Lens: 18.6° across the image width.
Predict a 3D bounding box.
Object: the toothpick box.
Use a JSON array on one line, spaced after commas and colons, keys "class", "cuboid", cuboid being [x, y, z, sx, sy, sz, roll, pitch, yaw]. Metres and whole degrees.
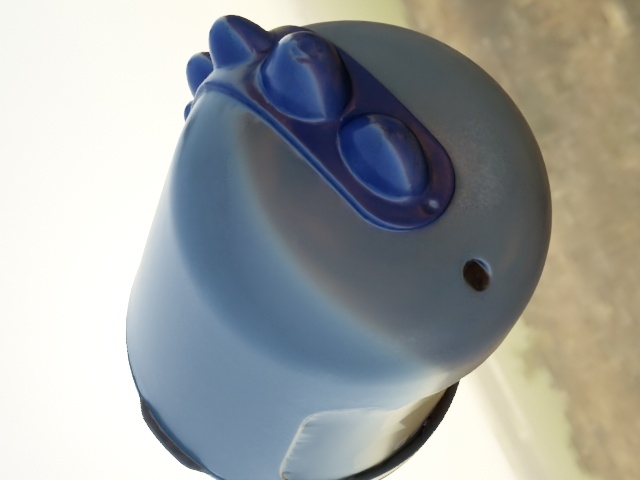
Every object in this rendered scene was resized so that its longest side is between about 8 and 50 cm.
[{"class": "toothpick box", "cuboid": [0.000, 0.000, 1.216, 0.263, 0.263, 0.355, 64, 161, 15]}]
